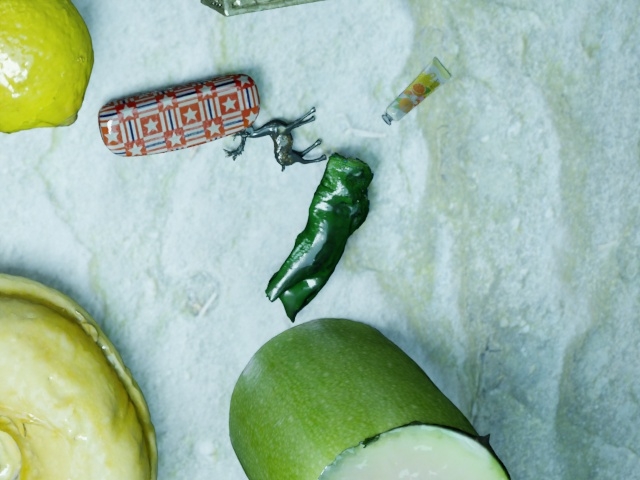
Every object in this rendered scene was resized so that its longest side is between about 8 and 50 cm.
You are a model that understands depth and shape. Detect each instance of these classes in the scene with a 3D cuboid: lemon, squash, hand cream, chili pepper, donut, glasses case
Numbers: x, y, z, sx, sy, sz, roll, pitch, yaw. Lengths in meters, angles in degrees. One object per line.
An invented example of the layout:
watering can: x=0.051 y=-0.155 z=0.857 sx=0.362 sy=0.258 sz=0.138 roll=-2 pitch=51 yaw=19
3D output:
lemon: x=-0.346 y=-0.212 z=1.803 sx=0.193 sy=0.180 sz=0.180 roll=20 pitch=99 yaw=-22
squash: x=0.050 y=0.266 z=1.958 sx=0.263 sy=0.384 sz=0.263 roll=-4 pitch=106 yaw=-15
hand cream: x=0.117 y=-0.184 z=2.039 sx=0.102 sy=0.022 sz=0.035 roll=-42 pitch=109 yaw=-6
chili pepper: x=0.002 y=0.001 z=2.029 sx=0.098 sy=0.061 sz=0.224 roll=15 pitch=100 yaw=-54
donut: x=-0.404 y=0.254 z=1.897 sx=0.449 sy=0.198 sz=0.449 roll=-4 pitch=100 yaw=-22
glasses case: x=-0.168 y=-0.148 z=1.943 sx=0.194 sy=0.049 sz=0.073 roll=-14 pitch=111 yaw=-13

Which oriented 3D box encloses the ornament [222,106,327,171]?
ornament: x=-0.058 y=-0.117 z=2.000 sx=0.125 sy=0.028 sz=0.073 roll=-16 pitch=110 yaw=-14

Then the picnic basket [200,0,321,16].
picnic basket: x=-0.041 y=-0.354 z=1.876 sx=0.196 sy=0.134 sz=0.154 roll=-12 pitch=108 yaw=-13
